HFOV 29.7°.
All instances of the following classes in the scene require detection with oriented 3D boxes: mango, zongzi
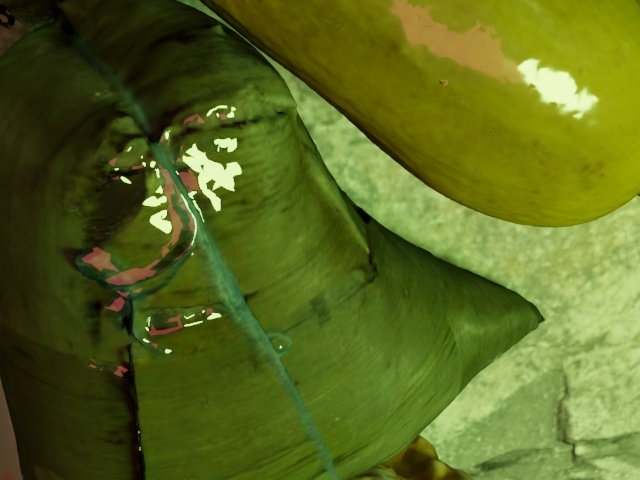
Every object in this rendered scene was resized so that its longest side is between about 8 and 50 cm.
[{"bbox_3d":[0.038,-0.119,0.591,0.331,0.195,0.142,29,93,-19],"label":"mango"},{"bbox_3d":[0.000,0.000,0.683,0.393,0.174,0.356,-24,137,-26],"label":"zongzi"}]

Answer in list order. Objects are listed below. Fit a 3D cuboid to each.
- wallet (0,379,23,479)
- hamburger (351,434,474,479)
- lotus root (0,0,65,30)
[{"bbox_3d":[-0.206,0.202,0.792,0.176,0.075,0.250,-24,95,8],"label":"wallet"},{"bbox_3d":[0.029,0.215,0.837,0.237,0.237,0.149,15,116,-23],"label":"hamburger"},{"bbox_3d":[-0.159,-0.169,0.597,0.088,0.088,0.165,-4,140,-11],"label":"lotus root"}]
